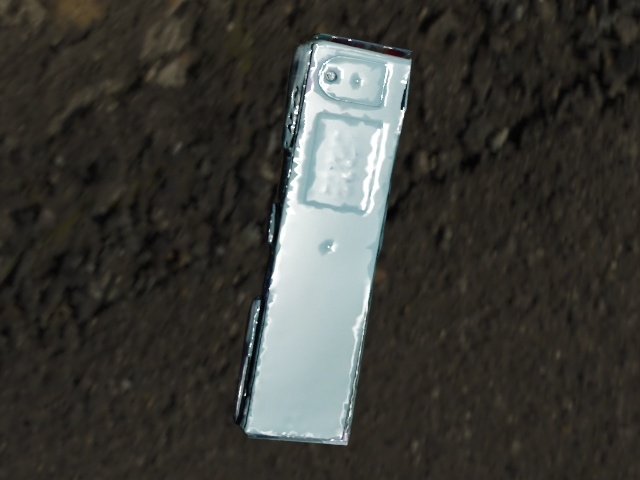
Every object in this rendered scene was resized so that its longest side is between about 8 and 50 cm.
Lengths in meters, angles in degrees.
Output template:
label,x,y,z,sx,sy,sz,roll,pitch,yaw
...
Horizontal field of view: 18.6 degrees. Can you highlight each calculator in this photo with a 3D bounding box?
label,x,y,z,sx,sy,sz,roll,pitch,yaw
calculator,0.000,0.000,0.824,0.057,0.018,0.172,7,94,-23
